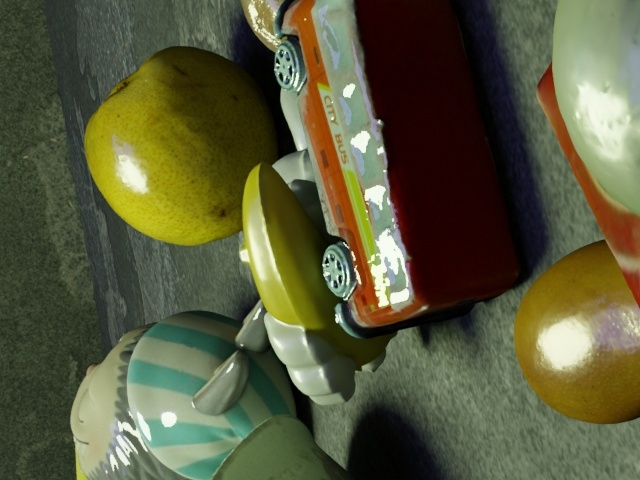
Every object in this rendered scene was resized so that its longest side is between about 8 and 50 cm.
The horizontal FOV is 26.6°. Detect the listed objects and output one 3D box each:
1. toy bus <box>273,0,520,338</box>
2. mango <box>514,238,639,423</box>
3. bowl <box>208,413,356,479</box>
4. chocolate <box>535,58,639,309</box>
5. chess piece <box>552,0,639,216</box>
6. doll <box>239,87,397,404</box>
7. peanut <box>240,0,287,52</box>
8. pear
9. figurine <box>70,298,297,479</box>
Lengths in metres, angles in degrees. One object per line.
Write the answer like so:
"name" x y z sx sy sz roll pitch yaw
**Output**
"toy bus" 0.056 -0.071 0.969 0.120 0.121 0.265 -22 80 63
"mango" 0.170 0.048 0.744 0.184 0.084 0.102 -25 78 66
"bowl" -0.015 0.396 1.248 0.196 0.435 0.435 18 131 18
"chocolate" 0.201 -0.045 0.550 0.237 0.108 0.235 116 137 -61
"chess piece" 0.150 -0.160 0.375 0.182 0.182 0.330 -147 62 -65
"doll" 0.000 0.000 1.104 0.252 0.111 0.237 70 -156 -16
"peanut" -0.038 -0.230 1.205 0.076 0.076 0.152 119 137 -64
"pear" -0.139 -0.092 1.407 0.209 0.208 0.209 167 90 -72
"figurine" -0.140 0.241 1.542 0.361 0.266 0.378 64 159 21
